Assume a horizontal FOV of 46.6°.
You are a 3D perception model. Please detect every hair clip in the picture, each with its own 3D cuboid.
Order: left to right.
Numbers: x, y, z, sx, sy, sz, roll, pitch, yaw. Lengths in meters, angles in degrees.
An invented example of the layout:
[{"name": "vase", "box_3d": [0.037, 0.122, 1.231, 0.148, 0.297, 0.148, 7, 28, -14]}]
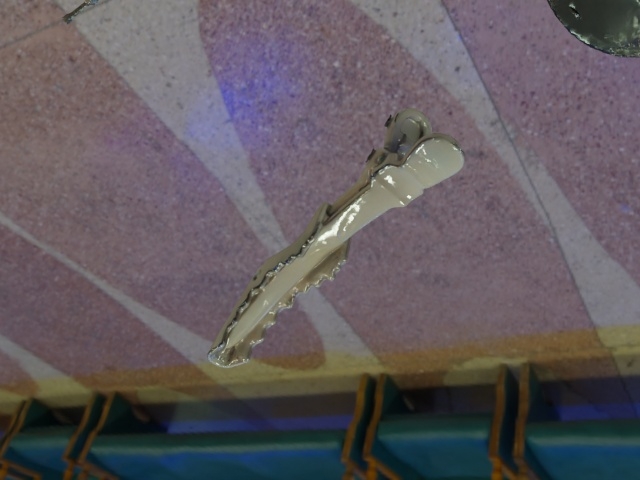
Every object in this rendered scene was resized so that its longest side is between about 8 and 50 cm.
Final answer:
[{"name": "hair clip", "box_3d": [0.000, 0.000, 0.495, 0.034, 0.072, 0.226, 36, 112, -25]}]

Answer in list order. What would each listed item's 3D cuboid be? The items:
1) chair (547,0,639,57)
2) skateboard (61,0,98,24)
[{"name": "chair", "box_3d": [0.332, -0.227, 0.566, 0.226, 0.401, 0.227, 0, 111, 0]}, {"name": "skateboard", "box_3d": [-0.125, -0.134, 0.315, 0.064, 0.032, 0.083, 46, 177, 24]}]
